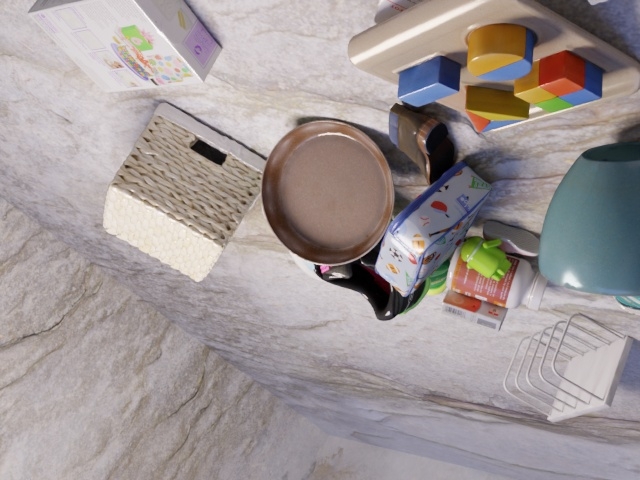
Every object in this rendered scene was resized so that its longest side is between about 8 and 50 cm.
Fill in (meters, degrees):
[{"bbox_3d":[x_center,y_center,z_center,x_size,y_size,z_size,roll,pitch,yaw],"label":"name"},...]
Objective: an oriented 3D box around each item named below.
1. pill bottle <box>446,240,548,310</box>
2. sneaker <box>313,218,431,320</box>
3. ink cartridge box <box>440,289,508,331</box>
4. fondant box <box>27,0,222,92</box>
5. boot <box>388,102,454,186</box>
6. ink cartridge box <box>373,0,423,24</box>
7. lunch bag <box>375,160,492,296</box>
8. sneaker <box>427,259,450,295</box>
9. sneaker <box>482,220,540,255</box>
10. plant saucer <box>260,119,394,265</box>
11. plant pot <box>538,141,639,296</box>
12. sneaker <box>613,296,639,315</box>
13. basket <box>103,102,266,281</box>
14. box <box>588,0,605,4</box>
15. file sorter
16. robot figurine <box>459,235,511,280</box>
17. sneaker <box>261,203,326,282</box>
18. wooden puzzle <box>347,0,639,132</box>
[{"bbox_3d":[0.409,0.087,1.778,0.216,0.121,0.121,18,155,17],"label":"pill bottle"},{"bbox_3d":[0.052,-0.013,1.755,0.483,0.202,0.185,44,144,-2],"label":"sneaker"},{"bbox_3d":[0.385,0.129,1.847,0.146,0.179,0.045,17,134,17],"label":"ink cartridge box"},{"bbox_3d":[-0.397,-0.422,1.559,0.331,0.096,0.238,6,149,39],"label":"fondant box"},{"bbox_3d":[0.198,-0.190,1.514,0.106,0.082,0.219,39,168,26],"label":"boot"},{"bbox_3d":[0.159,-0.383,1.136,0.115,0.067,0.198,24,155,-1],"label":"ink cartridge box"},{"bbox_3d":[0.233,-0.022,1.604,0.115,0.243,0.303,43,159,12],"label":"lunch bag"},{"bbox_3d":[0.193,0.024,1.917,0.296,0.109,0.123,25,128,12],"label":"sneaker"},{"bbox_3d":[0.419,0.007,1.693,0.134,0.051,0.070,24,154,19],"label":"sneaker"},{"bbox_3d":[0.018,-0.102,1.651,0.311,0.310,0.050,15,-167,21],"label":"plant saucer"},{"bbox_3d":[0.505,-0.053,1.276,0.290,0.290,0.195,5,113,38],"label":"plant pot"},{"bbox_3d":[0.724,0.110,1.557,0.275,0.107,0.110,7,140,36],"label":"sneaker"},{"bbox_3d":[-0.340,-0.110,1.933,0.328,0.266,0.331,30,154,-8],"label":"basket"},{"bbox_3d":[0.321,-0.407,0.940,0.244,0.060,0.101,40,152,-29],"label":"box"},{"bbox_3d":[0.623,0.324,1.973,0.173,0.192,0.277,30,156,-2],"label":"file sorter"},{"bbox_3d":[0.357,0.036,1.682,0.115,0.067,0.101,36,146,9],"label":"robot figurine"},{"bbox_3d":[0.000,0.000,1.981,0.150,0.135,0.366,6,150,45],"label":"sneaker"},{"bbox_3d":[0.261,-0.253,1.185,0.348,0.080,0.322,19,163,-34],"label":"wooden puzzle"}]
